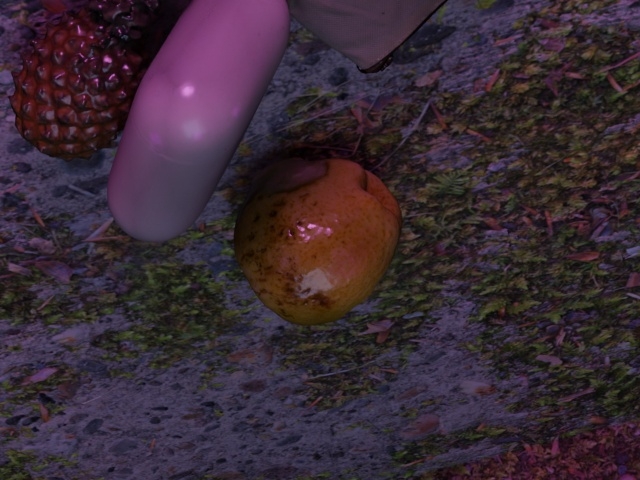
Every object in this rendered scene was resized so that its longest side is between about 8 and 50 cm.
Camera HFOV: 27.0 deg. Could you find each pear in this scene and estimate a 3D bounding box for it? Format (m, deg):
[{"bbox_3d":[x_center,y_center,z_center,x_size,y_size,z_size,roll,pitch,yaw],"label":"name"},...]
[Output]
[{"bbox_3d":[0.000,0.000,2.064,0.271,0.271,0.271,-7,145,-5],"label":"pear"}]

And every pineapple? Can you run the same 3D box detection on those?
[{"bbox_3d":[-0.269,-0.256,1.708,0.175,0.175,0.361,18,133,-34],"label":"pineapple"}]

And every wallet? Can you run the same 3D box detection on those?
[{"bbox_3d":[0.095,-0.366,1.734,0.335,0.068,0.275,-39,140,26],"label":"wallet"}]

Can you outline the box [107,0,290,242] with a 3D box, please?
[{"bbox_3d":[-0.163,-0.170,1.739,0.141,0.288,0.349,29,146,-3],"label":"box"}]
